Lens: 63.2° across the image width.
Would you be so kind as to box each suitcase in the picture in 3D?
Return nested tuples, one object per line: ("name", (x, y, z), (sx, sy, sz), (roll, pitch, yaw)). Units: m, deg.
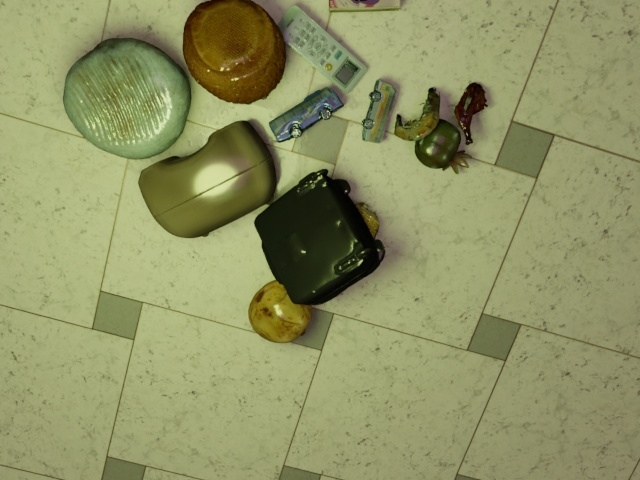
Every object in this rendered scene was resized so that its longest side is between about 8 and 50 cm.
("suitcase", (-0.015, 0.002, 1.601), (0.340, 0.188, 0.345), (-34, 72, 19))

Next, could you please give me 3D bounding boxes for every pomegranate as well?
("pomegranate", (-0.125, 0.238, 1.729), (0.216, 0.215, 0.215), (0, 104, -1))
("pomegranate", (0.386, -0.290, 1.636), (0.191, 0.131, 0.151), (23, 96, -32))

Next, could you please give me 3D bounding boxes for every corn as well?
("corn", (0.095, 0.024, 1.718), (0.123, 0.122, 0.305), (34, 102, 29))

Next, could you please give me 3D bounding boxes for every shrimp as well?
("shrimp", (0.298, -0.387, 1.600), (0.150, 0.217, 0.051), (-7, 140, 38))

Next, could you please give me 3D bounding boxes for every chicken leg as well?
("chicken leg", (0.461, -0.398, 1.611), (0.093, 0.053, 0.204), (24, 84, 4))

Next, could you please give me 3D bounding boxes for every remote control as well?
("remote control", (0.001, -0.580, 1.587), (0.293, 0.051, 0.103), (37, 102, -13))

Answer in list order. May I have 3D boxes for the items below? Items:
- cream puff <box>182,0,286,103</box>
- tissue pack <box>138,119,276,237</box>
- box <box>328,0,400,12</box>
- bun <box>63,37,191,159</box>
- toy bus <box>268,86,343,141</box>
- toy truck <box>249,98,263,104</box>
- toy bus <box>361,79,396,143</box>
("cream puff", (-0.244, -0.535, 1.504), (0.304, 0.212, 0.302), (1, 79, -4))
("tissue pack", (-0.324, -0.169, 1.577), (0.388, 0.267, 0.276), (-27, 100, 5))
("box", (0.126, -0.857, 1.511), (0.215, 0.069, 0.352), (-1, 106, 0))
("bun", (-0.561, -0.417, 1.540), (0.363, 0.211, 0.361), (-1, 106, -3))
("toy bus", (-0.046, -0.389, 1.620), (0.237, 0.079, 0.094), (-30, 101, 7))
("toy truck", (-0.202, -0.459, 1.617), (0.084, 0.049, 0.054), (-17, 103, 5))
("toy bus", (0.180, -0.401, 1.629), (0.075, 0.064, 0.190), (13, 104, -10))
